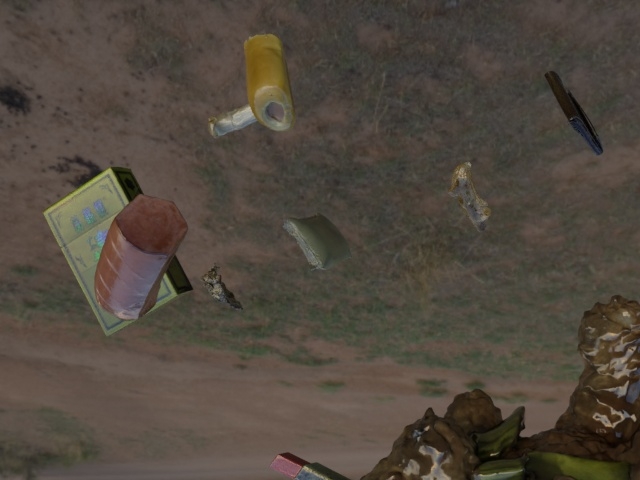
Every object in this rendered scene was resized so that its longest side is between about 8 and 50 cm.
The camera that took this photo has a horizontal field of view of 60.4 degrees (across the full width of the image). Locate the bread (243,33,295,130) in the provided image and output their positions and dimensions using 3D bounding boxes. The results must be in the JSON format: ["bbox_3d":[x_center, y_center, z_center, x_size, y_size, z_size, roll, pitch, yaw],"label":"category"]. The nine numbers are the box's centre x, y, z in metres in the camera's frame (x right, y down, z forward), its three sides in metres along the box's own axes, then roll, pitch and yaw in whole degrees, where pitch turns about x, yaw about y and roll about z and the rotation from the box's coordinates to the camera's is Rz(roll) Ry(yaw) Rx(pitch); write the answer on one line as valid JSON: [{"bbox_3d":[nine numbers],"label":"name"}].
[{"bbox_3d":[-0.103,-0.307,1.088,0.085,0.173,0.134,-11,151,3],"label":"bread"}]

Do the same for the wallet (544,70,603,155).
[{"bbox_3d":[0.617,-0.316,1.340,0.039,0.243,0.133,-33,120,30],"label":"wallet"}]

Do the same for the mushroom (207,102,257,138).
[{"bbox_3d":[-0.212,-0.321,1.437,0.202,0.054,0.059,-13,104,25],"label":"mushroom"}]

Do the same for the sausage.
[{"bbox_3d":[-0.175,0.026,0.517,0.065,0.065,0.169,15,143,-21],"label":"sausage"}]

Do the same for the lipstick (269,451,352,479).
[{"bbox_3d":[0.058,0.430,0.920,0.312,0.051,0.051,19,176,22],"label":"lipstick"}]

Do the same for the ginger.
[{"bbox_3d":[0.293,-0.084,1.077,0.044,0.137,0.057,-30,-174,-30],"label":"ginger"}]

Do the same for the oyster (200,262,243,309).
[{"bbox_3d":[-0.236,0.108,1.285,0.056,0.177,0.105,-41,129,-4],"label":"oyster"}]

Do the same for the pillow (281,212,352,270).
[{"bbox_3d":[0.000,0.000,1.059,0.053,0.119,0.208,-45,173,16],"label":"pillow"}]

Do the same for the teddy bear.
[{"bbox_3d":[0.161,0.164,0.439,0.222,0.296,0.246,23,-178,-7],"label":"teddy bear"}]

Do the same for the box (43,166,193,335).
[{"bbox_3d":[-0.311,0.015,0.847,0.140,0.220,0.064,-30,178,14],"label":"box"}]
